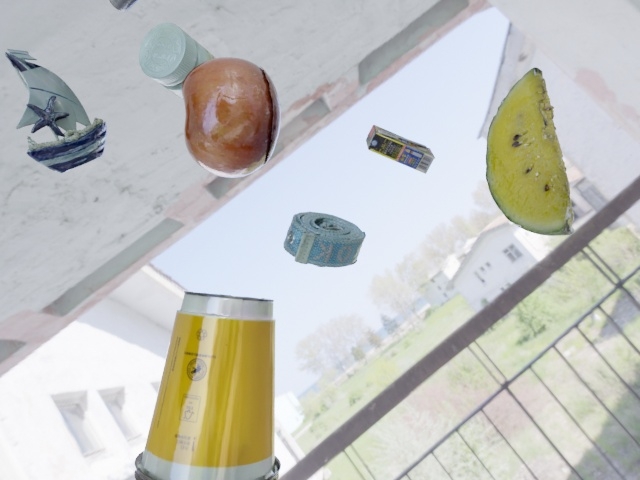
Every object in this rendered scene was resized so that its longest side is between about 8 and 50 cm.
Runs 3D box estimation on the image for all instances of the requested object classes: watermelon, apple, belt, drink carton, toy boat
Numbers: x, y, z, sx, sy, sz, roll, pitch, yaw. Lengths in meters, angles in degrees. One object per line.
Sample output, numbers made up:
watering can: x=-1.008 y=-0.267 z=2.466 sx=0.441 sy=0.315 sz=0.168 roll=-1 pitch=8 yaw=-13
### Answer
watermelon: x=0.354 y=-0.129 z=0.779 sx=0.122 sy=0.302 sz=0.129 roll=1 pitch=-23 yaw=-3
apple: x=-0.212 y=-0.279 z=1.070 sx=0.206 sy=0.272 sz=0.251 roll=-1 pitch=0 yaw=-24
belt: x=0.006 y=0.000 z=0.906 sx=0.162 sy=0.147 sz=0.082 roll=10 pitch=-72 yaw=-29
drink carton: x=0.199 y=-0.231 z=1.172 sx=0.071 sy=0.165 sz=0.056 roll=-94 pitch=27 yaw=-60
toy boat: x=-0.637 y=-0.287 z=1.093 sx=0.070 sy=0.292 sz=0.210 roll=-8 pitch=49 yaw=31

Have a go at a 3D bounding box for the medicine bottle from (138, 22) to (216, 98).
medicine bottle: x=-0.365 y=-0.483 z=1.377 sx=0.158 sy=0.158 sz=0.318 roll=-41 pitch=-17 yaw=11

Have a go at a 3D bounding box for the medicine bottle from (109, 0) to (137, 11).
medicine bottle: x=-0.418 y=-0.605 z=1.081 sx=0.199 sy=0.058 sz=0.057 roll=-14 pitch=5 yaw=39

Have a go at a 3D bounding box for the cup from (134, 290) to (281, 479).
cup: x=-0.142 y=0.215 z=0.650 sx=0.196 sy=0.280 sz=0.196 roll=5 pitch=-8 yaw=1
